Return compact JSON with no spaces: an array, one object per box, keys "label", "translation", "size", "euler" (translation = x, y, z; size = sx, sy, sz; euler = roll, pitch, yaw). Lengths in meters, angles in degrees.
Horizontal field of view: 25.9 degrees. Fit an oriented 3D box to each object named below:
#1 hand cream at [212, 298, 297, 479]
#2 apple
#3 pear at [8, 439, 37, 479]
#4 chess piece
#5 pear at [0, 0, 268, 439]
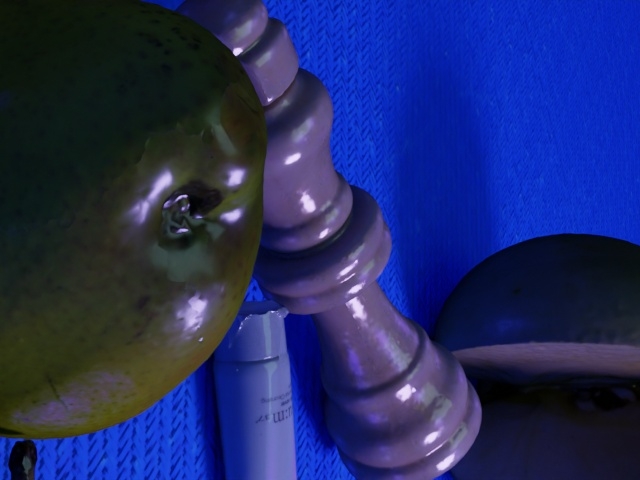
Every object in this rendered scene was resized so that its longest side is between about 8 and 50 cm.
[{"label":"hand cream","translation":[-0.040,0.142,0.908],"size":[0.078,0.050,0.204],"euler":[-23,110,-64]},{"label":"apple","translation":[0.241,0.134,1.276],"size":[0.292,0.254,0.291],"euler":[-5,90,-70]},{"label":"pear","translation":[-0.120,0.188,0.566],"size":[0.180,0.166,0.216],"euler":[-27,128,-48]},{"label":"chess piece","translation":[0.000,0.000,0.952],"size":[0.397,0.117,0.117],"euler":[65,31,-34]},{"label":"pear","translation":[-0.112,-0.011,0.568],"size":[0.187,0.220,0.187],"euler":[24,61,-53]}]
